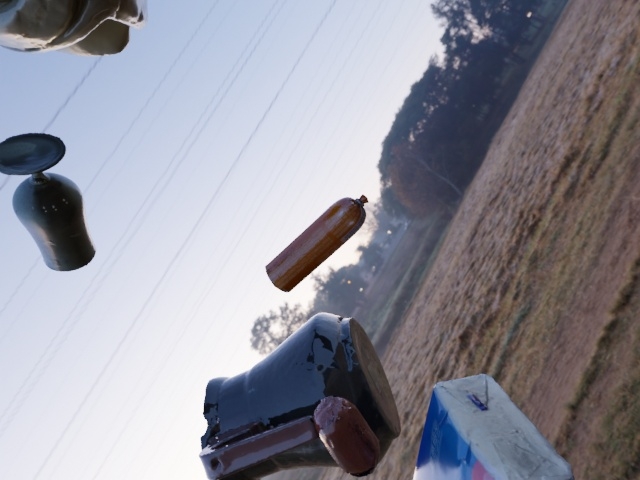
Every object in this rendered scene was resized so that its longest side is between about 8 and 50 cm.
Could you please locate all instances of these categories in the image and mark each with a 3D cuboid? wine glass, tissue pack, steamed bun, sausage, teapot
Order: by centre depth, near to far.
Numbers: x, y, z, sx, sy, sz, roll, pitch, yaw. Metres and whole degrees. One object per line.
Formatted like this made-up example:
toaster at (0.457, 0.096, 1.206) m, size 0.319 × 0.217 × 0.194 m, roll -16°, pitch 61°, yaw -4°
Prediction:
tissue pack at (0.215, 0.360, 0.640) m, size 0.209 × 0.137 × 0.270 m, roll -117°, pitch 28°, yaw -65°
sausage at (0.041, 0.299, 0.696) m, size 0.076 × 0.141 × 0.076 m, roll -25°, pitch 17°, yaw 8°
steamed bun at (-0.435, -0.433, 0.730) m, size 0.368 × 0.342 × 0.255 m, roll -63°, pitch 4°, yaw -38°
wine glass at (-0.441, -0.052, 0.746) m, size 0.103 × 0.103 × 0.231 m, roll -51°, pitch -18°, yaw -41°
sausage at (0.000, 0.000, 0.836) m, size 0.234 × 0.071 × 0.071 m, roll -42°, pitch -5°, yaw 18°
teapot at (-0.056, 0.338, 0.895) m, size 0.361 × 0.306 × 0.376 m, roll -26°, pitch -8°, yaw 9°
